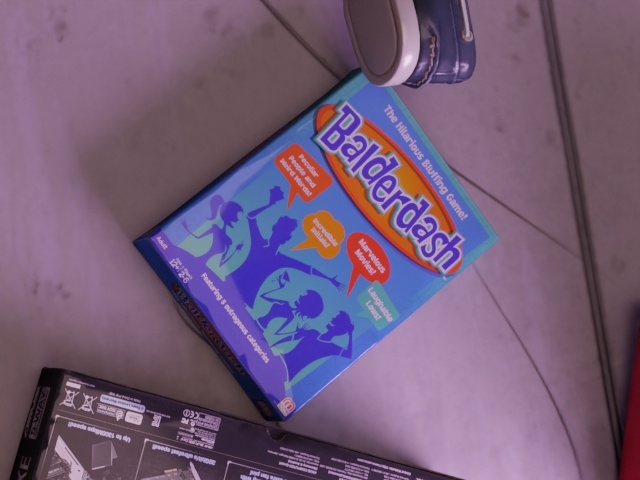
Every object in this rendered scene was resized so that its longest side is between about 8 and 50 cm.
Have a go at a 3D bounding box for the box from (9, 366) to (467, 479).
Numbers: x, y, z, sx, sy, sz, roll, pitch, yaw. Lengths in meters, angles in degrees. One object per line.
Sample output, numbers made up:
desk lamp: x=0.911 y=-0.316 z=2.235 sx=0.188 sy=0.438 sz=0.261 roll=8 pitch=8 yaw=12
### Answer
box: x=-0.068 y=0.240 z=1.182 sx=0.307 sy=0.076 sz=0.242 roll=17 pitch=81 yaw=-18

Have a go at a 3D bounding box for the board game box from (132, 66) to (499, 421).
board game box: x=0.000 y=0.000 z=1.238 sx=0.210 sy=0.047 sz=0.160 roll=-40 pitch=99 yaw=-19

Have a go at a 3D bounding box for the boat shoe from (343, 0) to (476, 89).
boat shoe: x=0.056 y=-0.228 z=1.241 sx=0.079 sy=0.095 sz=0.254 roll=-2 pitch=69 yaw=-30

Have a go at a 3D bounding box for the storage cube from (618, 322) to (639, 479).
storage cube: x=0.341 y=0.152 z=1.266 sx=0.183 sy=0.215 sz=0.193 roll=7 pitch=90 yaw=-20
